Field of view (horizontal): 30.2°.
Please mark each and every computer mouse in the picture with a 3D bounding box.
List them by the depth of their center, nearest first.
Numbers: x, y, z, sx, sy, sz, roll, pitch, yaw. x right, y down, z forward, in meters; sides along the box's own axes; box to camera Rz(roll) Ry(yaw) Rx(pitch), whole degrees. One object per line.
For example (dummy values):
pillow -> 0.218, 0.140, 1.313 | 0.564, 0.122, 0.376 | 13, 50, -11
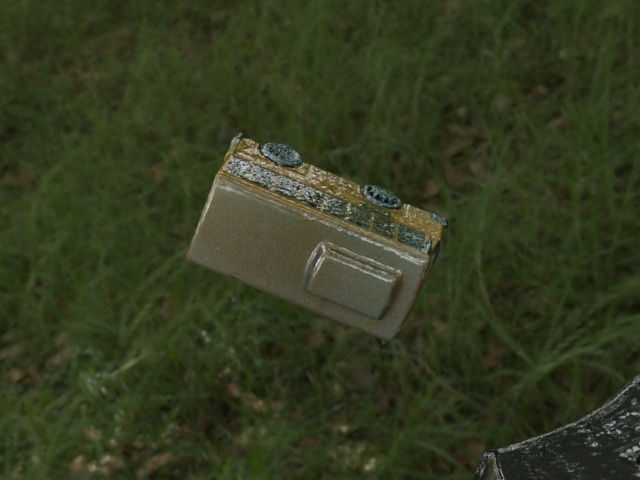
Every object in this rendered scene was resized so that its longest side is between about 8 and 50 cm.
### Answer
computer mouse -> 0.221, 0.173, 0.816 | 0.264, 0.088, 0.147 | -19, 30, -23

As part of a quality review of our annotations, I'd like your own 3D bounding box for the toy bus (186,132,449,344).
toy bus -> 0.000, 0.000, 0.896 | 0.182, 0.091, 0.103 | 22, 26, -2
